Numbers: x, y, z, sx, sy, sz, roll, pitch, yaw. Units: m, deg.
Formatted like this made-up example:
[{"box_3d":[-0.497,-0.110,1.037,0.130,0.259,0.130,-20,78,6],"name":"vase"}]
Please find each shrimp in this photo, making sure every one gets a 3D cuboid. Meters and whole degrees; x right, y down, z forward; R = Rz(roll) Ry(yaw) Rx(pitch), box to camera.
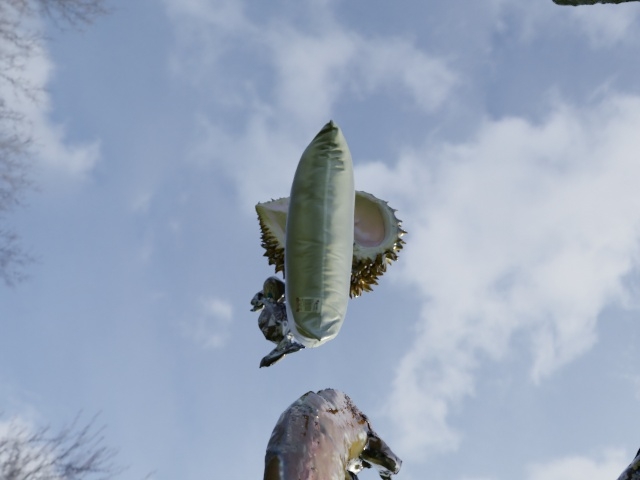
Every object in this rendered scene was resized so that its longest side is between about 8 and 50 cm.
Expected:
[{"box_3d":[0.034,0.231,0.551,0.054,0.222,0.290,-18,-77,16],"name":"shrimp"}]

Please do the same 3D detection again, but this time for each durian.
[{"box_3d":[0.025,0.011,1.312,0.250,0.183,0.138,18,-54,35],"name":"durian"}]

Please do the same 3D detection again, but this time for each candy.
[{"box_3d":[-0.071,0.131,1.285,0.051,0.226,0.094,37,-81,-23],"name":"candy"}]

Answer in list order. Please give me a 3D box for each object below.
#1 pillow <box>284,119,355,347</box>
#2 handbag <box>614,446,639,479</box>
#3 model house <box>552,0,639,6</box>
[{"box_3d":[0.000,-0.001,0.966,0.078,0.144,0.254,3,-99,4],"name":"pillow"},{"box_3d":[0.636,0.457,1.445,0.229,0.127,0.208,39,-85,2],"name":"handbag"},{"box_3d":[0.310,-0.375,0.838,0.170,0.194,0.211,38,-91,-21],"name":"model house"}]
